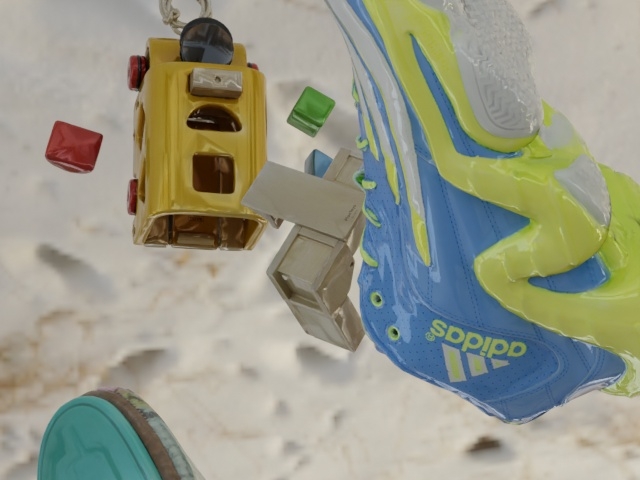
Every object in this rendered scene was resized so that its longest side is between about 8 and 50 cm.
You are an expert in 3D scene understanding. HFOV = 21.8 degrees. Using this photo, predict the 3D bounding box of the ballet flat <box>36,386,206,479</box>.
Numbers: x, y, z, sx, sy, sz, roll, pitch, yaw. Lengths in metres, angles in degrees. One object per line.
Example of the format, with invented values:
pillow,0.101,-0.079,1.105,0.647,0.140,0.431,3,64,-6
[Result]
ballet flat,-0.032,0.150,0.538,0.079,0.221,0.077,13,134,-44

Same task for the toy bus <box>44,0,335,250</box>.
toy bus,-0.085,-0.091,1.201,0.202,0.191,0.104,44,157,2

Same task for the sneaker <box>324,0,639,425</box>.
sneaker,0.042,-0.018,0.632,0.126,0.091,0.240,-34,103,23

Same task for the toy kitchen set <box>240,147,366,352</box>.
toy kitchen set,0.000,0.000,0.911,0.068,0.083,0.075,20,158,29
